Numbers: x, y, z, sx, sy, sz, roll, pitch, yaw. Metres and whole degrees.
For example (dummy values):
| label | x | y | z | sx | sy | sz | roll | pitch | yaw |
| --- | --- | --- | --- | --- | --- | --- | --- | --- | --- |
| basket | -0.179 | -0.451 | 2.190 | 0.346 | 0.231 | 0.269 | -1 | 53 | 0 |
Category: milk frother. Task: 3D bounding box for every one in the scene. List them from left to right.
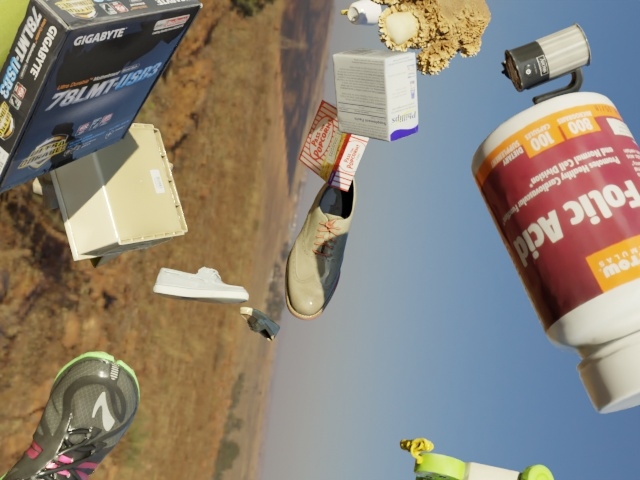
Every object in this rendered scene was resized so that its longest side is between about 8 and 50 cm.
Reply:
| label | x | y | z | sx | sy | sz | roll | pitch | yaw |
| --- | --- | --- | --- | --- | --- | --- | --- | --- | --- |
| milk frother | 0.419 | -0.339 | 1.404 | 0.143 | 0.135 | 0.129 | -103 | 171 | -50 |

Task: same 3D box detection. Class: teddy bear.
| label | x | y | z | sx | sy | sz | roll | pitch | yaw |
| --- | --- | --- | --- | --- | --- | --- | --- | --- | --- |
| teddy bear | 0.195 | -0.432 | 1.414 | 0.113 | 0.245 | 0.338 | -26 | -171 | 42 |

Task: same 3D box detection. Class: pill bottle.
| label | x | y | z | sx | sy | sz | roll | pitch | yaw |
| --- | --- | --- | --- | --- | --- | --- | --- | --- | --- |
| pill bottle | 0.377 | 0.016 | 1.007 | 0.224 | 0.224 | 0.392 | 101 | -28 | -62 |

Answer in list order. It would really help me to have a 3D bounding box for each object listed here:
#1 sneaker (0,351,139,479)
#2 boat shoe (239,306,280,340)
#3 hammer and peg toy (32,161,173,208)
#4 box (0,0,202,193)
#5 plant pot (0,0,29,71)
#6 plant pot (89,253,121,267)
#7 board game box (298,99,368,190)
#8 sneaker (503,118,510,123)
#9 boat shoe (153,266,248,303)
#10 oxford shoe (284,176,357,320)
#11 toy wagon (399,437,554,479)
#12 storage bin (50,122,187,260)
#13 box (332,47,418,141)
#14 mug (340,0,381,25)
| label | x | y | z | sx | sy | sz | roll | pitch | yaw |
| --- | --- | --- | --- | --- | --- | --- | --- | --- | --- |
| sneaker | -0.499 | 0.432 | 1.441 | 0.482 | 0.185 | 0.202 | -59 | -161 | 12 |
| boat shoe | -0.153 | 0.209 | 1.855 | 0.050 | 0.135 | 0.045 | -8 | -126 | 43 |
| hammer and peg toy | -0.515 | -0.197 | 1.831 | 0.361 | 0.266 | 0.127 | -83 | -173 | -53 |
| box | -0.333 | -0.226 | 1.055 | 0.293 | 0.073 | 0.295 | -47 | 178 | 32 |
| plant pot | -0.692 | -0.428 | 1.450 | 0.274 | 0.293 | 0.275 | 53 | 0 | 0 |
| plant pot | -0.597 | -0.074 | 2.177 | 0.212 | 0.187 | 0.212 | -38 | -103 | 54 |
| board game box | 0.030 | -0.207 | 1.588 | 0.193 | 0.045 | 0.146 | 45 | -64 | 58 |
| sneaker | 0.495 | -0.225 | 1.710 | 0.071 | 0.191 | 0.082 | 38 | -68 | 63 |
| boat shoe | -0.277 | 0.100 | 1.737 | 0.079 | 0.228 | 0.081 | 70 | 26 | -73 |
| oxford shoe | 0.000 | 0.000 | 1.617 | 0.130 | 0.123 | 0.348 | 106 | -2 | -66 |
| toy wagon | 0.267 | 0.401 | 1.185 | 0.267 | 0.344 | 0.068 | -27 | -138 | 54 |
| storage bin | -0.430 | -0.112 | 1.597 | 0.260 | 0.123 | 0.262 | -14 | 87 | -65 |
| box | 0.092 | -0.246 | 1.243 | 0.126 | 0.072 | 0.137 | 20 | -57 | 45 |
| mug | 0.088 | -0.509 | 1.674 | 0.078 | 0.064 | 0.062 | -26 | -90 | 45 |
